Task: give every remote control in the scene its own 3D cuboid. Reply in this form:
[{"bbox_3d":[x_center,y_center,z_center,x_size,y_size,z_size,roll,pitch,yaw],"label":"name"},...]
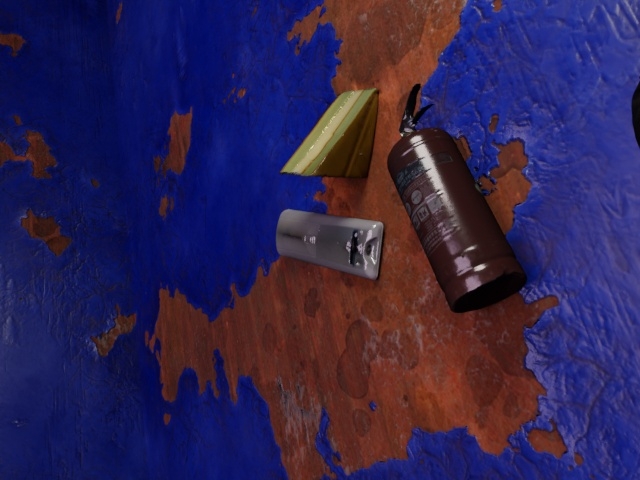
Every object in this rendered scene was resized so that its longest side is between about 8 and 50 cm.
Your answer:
[{"bbox_3d":[0.000,0.000,1.045,0.313,0.055,0.110,11,96,51],"label":"remote control"}]

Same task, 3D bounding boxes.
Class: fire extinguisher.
[{"bbox_3d":[0.186,-0.070,0.765,0.135,0.114,0.337,-59,44,52],"label":"fire extinguisher"}]

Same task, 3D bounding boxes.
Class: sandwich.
[{"bbox_3d":[0.017,-0.209,0.971,0.117,0.144,0.187,12,97,49],"label":"sandwich"}]

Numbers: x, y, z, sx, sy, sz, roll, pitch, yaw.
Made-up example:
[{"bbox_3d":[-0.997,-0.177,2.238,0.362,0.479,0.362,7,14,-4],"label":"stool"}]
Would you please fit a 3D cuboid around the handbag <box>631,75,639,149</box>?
[{"bbox_3d":[0.385,-0.081,0.445,0.155,0.215,0.169,-30,68,37],"label":"handbag"}]
